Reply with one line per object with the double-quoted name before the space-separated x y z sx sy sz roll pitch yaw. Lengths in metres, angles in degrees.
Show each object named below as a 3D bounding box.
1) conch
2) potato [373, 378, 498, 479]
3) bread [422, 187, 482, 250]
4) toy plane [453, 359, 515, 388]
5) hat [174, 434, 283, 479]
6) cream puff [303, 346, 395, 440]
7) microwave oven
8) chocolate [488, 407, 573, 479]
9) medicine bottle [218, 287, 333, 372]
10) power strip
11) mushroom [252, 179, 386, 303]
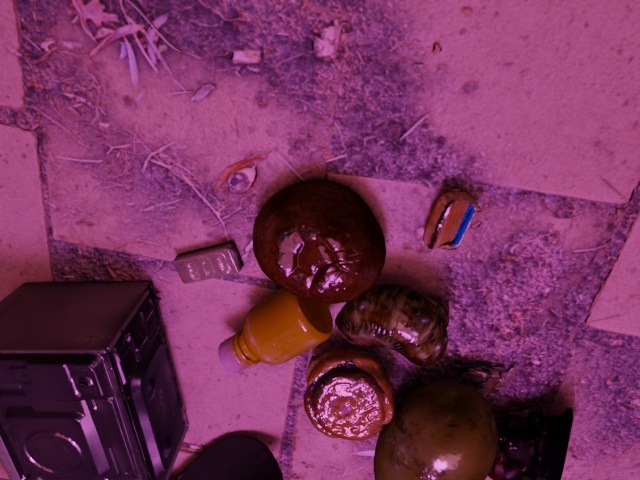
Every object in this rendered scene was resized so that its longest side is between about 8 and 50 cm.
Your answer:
"conch" 0.142 0.140 0.982 0.182 0.187 0.124 16 102 -42
"potato" 0.212 0.404 1.064 0.216 0.215 0.304 30 124 -9
"bread" 0.213 -0.035 0.920 0.072 0.053 0.105 4 124 -21
"toy plane" 0.318 0.261 1.078 0.121 0.031 0.049 7 110 6
"hat" -0.219 0.638 1.218 0.382 0.366 0.257 -28 128 0
"cream puff" 0.051 0.289 1.067 0.189 0.129 0.188 1 103 2
"microwave oven" -0.468 0.307 1.077 0.333 0.247 0.394 -1 118 9
"chocolate" 0.373 0.423 1.089 0.177 0.206 0.224 12 107 34
"medicine bottle" -0.092 0.173 1.028 0.213 0.121 0.122 -32 110 22
"power strip" -0.209 0.043 1.023 0.123 0.032 0.056 -13 115 14
"mushroom" -0.001 0.006 0.917 0.232 0.138 0.194 16 119 -2
